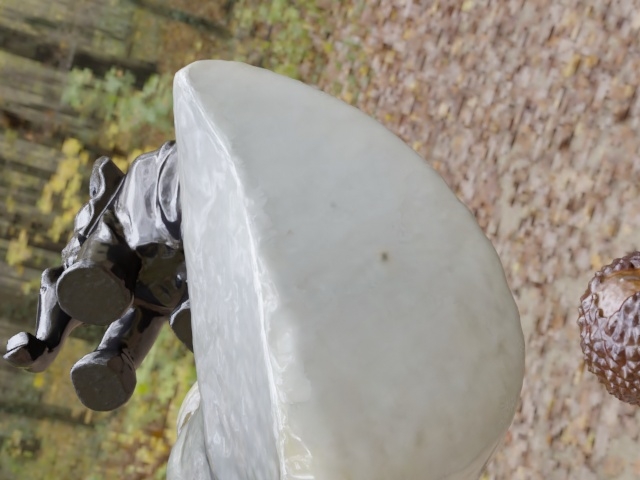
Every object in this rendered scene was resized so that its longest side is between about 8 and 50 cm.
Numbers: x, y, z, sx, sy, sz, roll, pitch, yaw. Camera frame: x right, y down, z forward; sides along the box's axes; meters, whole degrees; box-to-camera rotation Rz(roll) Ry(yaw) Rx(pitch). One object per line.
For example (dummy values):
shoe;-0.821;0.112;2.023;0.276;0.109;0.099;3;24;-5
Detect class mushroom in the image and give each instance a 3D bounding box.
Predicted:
mushroom;-0.015;0.092;0.552;0.397;0.126;0.177;106;144;-61

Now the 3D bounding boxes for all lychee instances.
lychee;0.381;0.103;1.262;0.188;0.188;0.188;-165;90;-76

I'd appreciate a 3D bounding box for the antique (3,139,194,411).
antique;-0.163;0.012;1.170;0.322;0.185;0.255;-29;29;19
